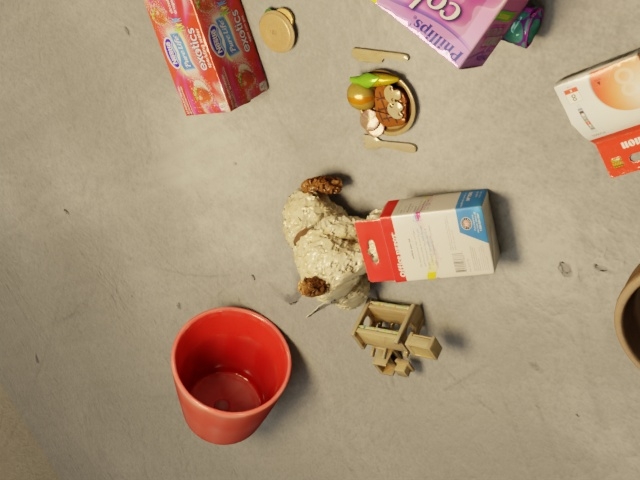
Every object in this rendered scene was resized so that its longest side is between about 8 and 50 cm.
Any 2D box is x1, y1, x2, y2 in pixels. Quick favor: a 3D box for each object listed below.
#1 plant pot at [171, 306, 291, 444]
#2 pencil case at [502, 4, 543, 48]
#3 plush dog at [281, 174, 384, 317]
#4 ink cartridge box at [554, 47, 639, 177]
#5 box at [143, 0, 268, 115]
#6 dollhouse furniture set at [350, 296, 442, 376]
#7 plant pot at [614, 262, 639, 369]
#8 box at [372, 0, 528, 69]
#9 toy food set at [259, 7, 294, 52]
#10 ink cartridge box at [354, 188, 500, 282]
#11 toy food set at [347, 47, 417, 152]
[{"bbox_3d":[-0.214,0.330,2.194,0.275,0.275,0.243,36,145,15],"label":"plant pot"},{"bbox_3d":[0.261,-0.348,1.457,0.151,0.064,0.070,28,148,22],"label":"pencil case"},{"bbox_3d":[0.000,0.000,1.846,0.225,0.210,0.262,59,143,26],"label":"plush dog"},{"bbox_3d":[0.450,-0.181,1.430,0.145,0.045,0.179,-17,103,46],"label":"ink cartridge box"},{"bbox_3d":[-0.215,-0.374,1.793,0.128,0.122,0.257,2,119,40],"label":"box"},{"bbox_3d":[0.185,0.201,1.905,0.182,0.101,0.161,7,147,36],"label":"dollhouse furniture set"},{"bbox_3d":[0.577,0.070,1.348,0.263,0.229,0.263,23,138,22],"label":"plant pot"},{"bbox_3d":[0.203,-0.407,1.368,0.213,0.117,0.243,42,118,13],"label":"box"},{"bbox_3d":[-0.079,-0.383,1.749,0.082,0.020,0.083,7,123,37],"label":"toy food set"},{"bbox_3d":[0.189,-0.005,1.694,0.231,0.078,0.134,-5,116,21],"label":"ink cartridge box"},{"bbox_3d":[0.105,-0.238,1.681,0.132,0.038,0.192,12,125,34],"label":"toy food set"}]
